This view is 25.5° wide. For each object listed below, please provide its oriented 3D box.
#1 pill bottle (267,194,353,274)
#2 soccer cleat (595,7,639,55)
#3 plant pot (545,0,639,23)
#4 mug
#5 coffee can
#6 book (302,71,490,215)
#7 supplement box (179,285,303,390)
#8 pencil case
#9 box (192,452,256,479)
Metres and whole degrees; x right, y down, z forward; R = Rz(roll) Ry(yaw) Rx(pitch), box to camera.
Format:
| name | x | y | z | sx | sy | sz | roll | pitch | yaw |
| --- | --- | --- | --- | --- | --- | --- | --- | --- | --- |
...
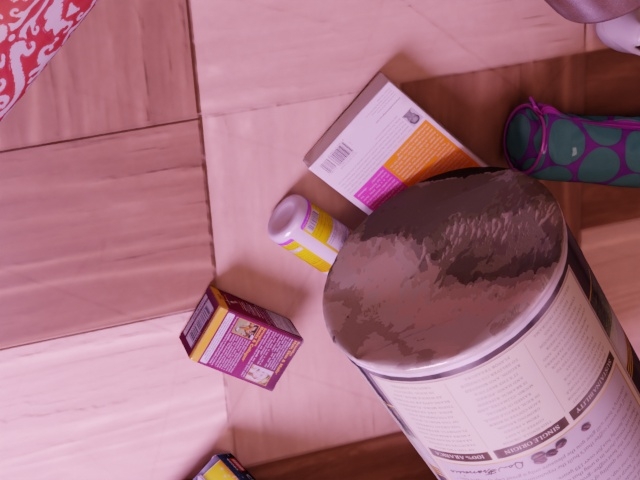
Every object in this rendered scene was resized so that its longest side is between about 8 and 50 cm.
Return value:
| name | x | y | z | sx | sy | sz | roll | pitch | yaw |
| --- | --- | --- | --- | --- | --- | --- | --- | --- | --- |
| pill bottle | 0.000 | 0.000 | 1.154 | 0.083 | 0.043 | 0.043 | 34 | 99 | -30 |
| soccer cleat | 0.321 | -0.169 | 1.173 | 0.196 | 0.076 | 0.068 | 0 | 114 | -21 |
| plant pot | 0.182 | -0.257 | 1.041 | 0.167 | 0.167 | 0.165 | -48 | 128 | 6 |
| mug | -0.230 | -0.170 | 0.954 | 0.169 | 0.113 | 0.150 | -47 | 122 | 2 |
| coffee can | 0.151 | 0.105 | 1.148 | 0.201 | 0.201 | 0.275 | -36 | 128 | -1 |
| book | 0.070 | -0.057 | 1.160 | 0.144 | 0.035 | 0.096 | 37 | 101 | -30 |
| supplement box | -0.065 | 0.081 | 1.168 | 0.083 | 0.043 | 0.055 | 25 | 103 | -27 |
| pencil case | 0.233 | -0.081 | 1.190 | 0.151 | 0.064 | 0.070 | 2 | 129 | -21 |
| box | -0.058 | 0.318 | 1.195 | 0.159 | 0.233 | 0.044 | -47 | 164 | 6 |
